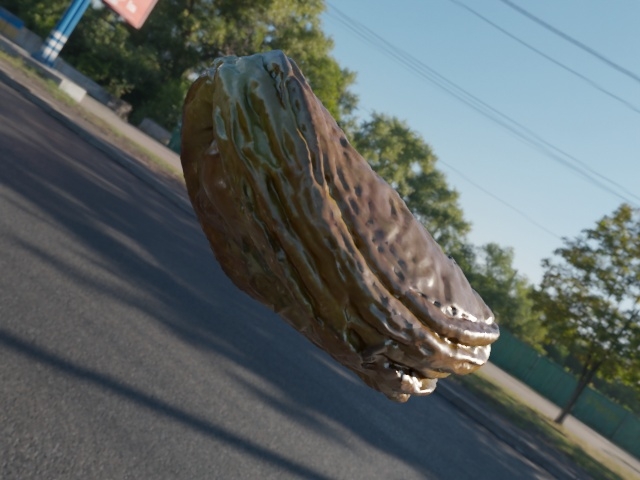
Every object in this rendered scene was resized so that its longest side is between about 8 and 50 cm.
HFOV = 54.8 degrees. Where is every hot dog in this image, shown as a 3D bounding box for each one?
[{"bbox_3d":[0.000,0.000,0.432,0.272,0.122,0.196,49,-16,-20],"label":"hot dog"}]
